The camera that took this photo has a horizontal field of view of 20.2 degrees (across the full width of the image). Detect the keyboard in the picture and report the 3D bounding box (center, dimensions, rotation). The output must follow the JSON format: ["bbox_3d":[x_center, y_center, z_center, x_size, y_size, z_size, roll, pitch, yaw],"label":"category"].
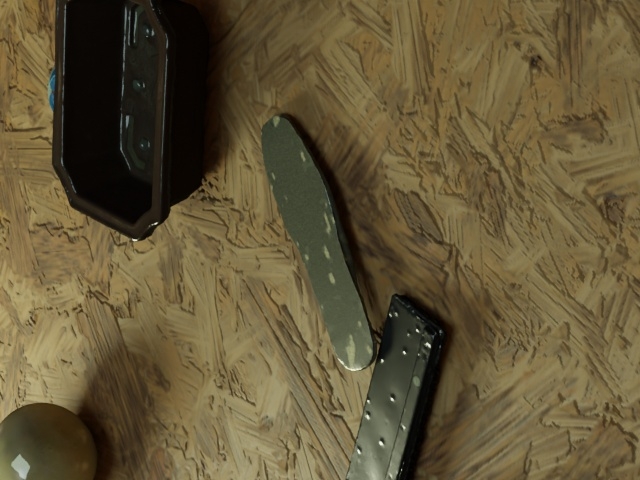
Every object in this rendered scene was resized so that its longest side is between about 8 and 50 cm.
[{"bbox_3d":[0.067,0.158,1.615,0.072,0.023,0.231,41,130,41],"label":"keyboard"}]

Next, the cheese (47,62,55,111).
[{"bbox_3d":[-0.253,-0.132,1.860,0.095,0.038,0.145,25,119,42],"label":"cheese"}]

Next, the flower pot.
[{"bbox_3d":[-0.174,-0.137,1.737,0.179,0.084,0.251,26,120,41],"label":"flower pot"}]

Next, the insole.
[{"bbox_3d":[0.000,0.000,1.635,0.081,0.011,0.248,-29,78,53],"label":"insole"}]

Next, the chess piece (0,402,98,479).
[{"bbox_3d":[-0.346,0.304,2.042,0.167,0.167,0.299,50,127,25],"label":"chess piece"}]
